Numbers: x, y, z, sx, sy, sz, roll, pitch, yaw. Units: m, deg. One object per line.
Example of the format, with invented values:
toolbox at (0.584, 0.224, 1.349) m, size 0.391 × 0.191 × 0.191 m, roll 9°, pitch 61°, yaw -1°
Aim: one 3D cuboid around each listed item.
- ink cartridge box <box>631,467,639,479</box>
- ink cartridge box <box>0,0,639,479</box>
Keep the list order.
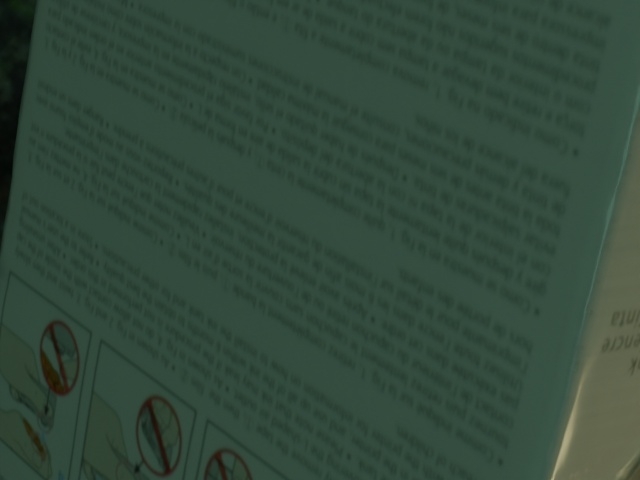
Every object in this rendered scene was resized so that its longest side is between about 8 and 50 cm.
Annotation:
ink cartridge box at (0.000, 0.000, 0.719) m, size 0.296 × 0.066 × 0.261 m, roll 15°, pitch 107°, yaw 39°
ink cartridge box at (0.002, 0.008, 0.620) m, size 0.308 × 0.091 × 0.385 m, roll 30°, pitch 117°, yaw 45°
